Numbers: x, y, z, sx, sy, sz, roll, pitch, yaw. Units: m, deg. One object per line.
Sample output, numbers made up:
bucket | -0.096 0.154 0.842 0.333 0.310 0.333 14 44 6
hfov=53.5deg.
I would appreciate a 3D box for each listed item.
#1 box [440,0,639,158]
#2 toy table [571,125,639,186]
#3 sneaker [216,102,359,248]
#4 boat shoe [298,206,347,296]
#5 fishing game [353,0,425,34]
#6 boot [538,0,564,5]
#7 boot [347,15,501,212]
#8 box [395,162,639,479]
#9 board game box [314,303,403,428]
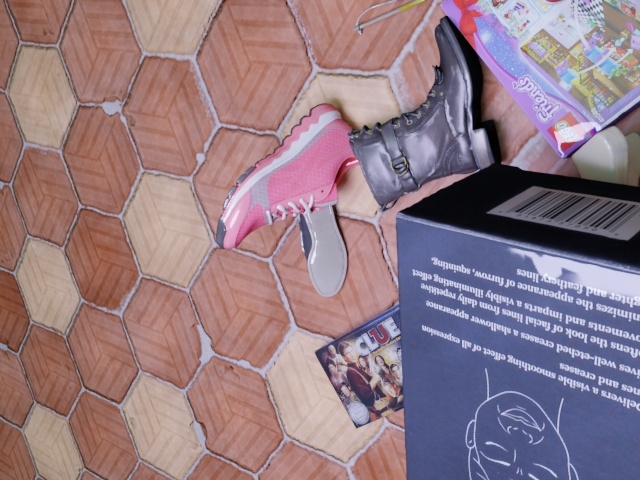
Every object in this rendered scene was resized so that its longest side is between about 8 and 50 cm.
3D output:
box | 0.331 -0.289 0.876 0.201 0.057 0.293 -41 77 31
toy table | 0.354 -0.027 0.822 0.161 0.252 0.274 62 156 12
sneaker | -0.042 -0.088 1.061 0.136 0.116 0.314 41 78 8
boat shoe | 0.000 0.000 1.172 0.065 0.075 0.206 -147 46 -73
fishing game | 0.083 -0.487 1.012 0.189 0.041 0.264 -18 98 35
boot | 0.359 -0.365 0.713 0.244 0.176 0.088 -42 111 6
boot | 0.143 -0.189 0.993 0.228 0.091 0.263 -13 95 30
box | 0.261 0.148 0.676 0.293 0.211 0.396 17 120 41
board game box | 0.119 0.219 1.136 0.243 0.042 0.165 -36 80 34
